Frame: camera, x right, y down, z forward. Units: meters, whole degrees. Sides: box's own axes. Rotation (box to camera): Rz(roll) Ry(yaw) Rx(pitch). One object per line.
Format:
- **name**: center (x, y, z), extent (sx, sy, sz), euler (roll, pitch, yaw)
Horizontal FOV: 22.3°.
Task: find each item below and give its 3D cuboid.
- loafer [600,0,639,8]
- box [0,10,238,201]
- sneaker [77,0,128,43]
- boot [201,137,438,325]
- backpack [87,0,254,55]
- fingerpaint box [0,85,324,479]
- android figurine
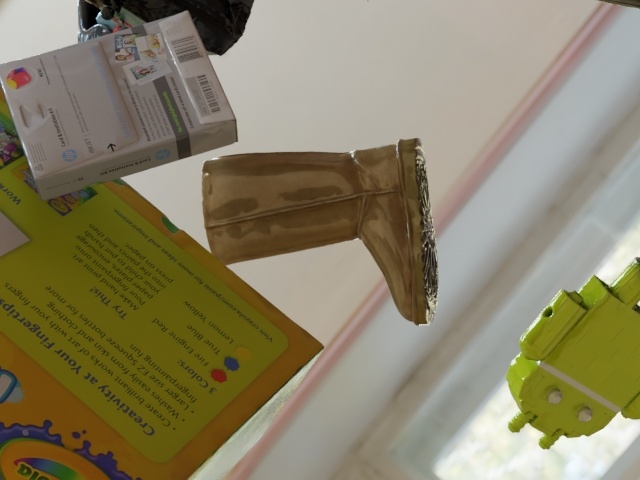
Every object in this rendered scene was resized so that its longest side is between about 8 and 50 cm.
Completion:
- **loafer**: center (0.290, -0.358, 1.989), extent (0.319, 0.112, 0.111), euler (8, -116, -28)
- **box**: center (-0.185, -0.124, 1.472), extent (0.038, 0.186, 0.145), euler (89, 160, -54)
- **sneaker**: center (-0.236, -0.231, 1.984), extent (0.262, 0.104, 0.125), euler (34, 141, 48)
- **boot**: center (0.000, 0.000, 1.937), extent (0.089, 0.269, 0.236), euler (36, -132, -69)
- **backpack**: center (-0.164, -0.286, 1.825), extent (0.182, 0.152, 0.115), euler (31, -179, -26)
- **fingerpaint box**: center (-0.285, 0.088, 1.432), extent (0.445, 0.163, 0.371), euler (39, -140, 8)
- **android figurine**: center (0.345, 0.150, 2.036), extent (0.248, 0.273, 0.056), euler (33, -166, -36)
